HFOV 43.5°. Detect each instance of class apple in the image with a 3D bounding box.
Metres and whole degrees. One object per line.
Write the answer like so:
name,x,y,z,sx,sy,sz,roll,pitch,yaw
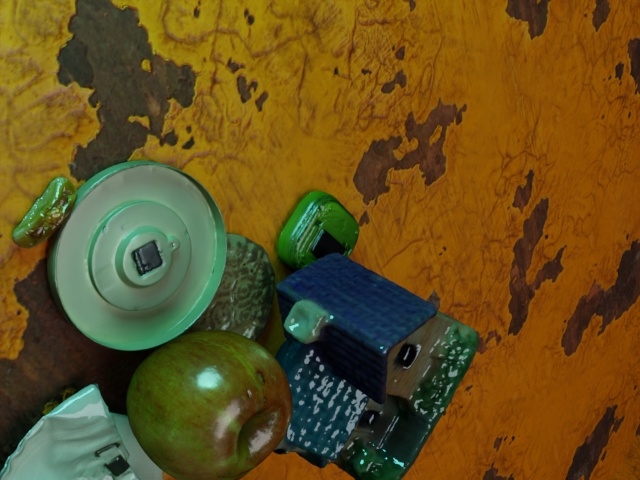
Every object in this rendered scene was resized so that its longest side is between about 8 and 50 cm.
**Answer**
apple,-0.142,0.204,1.000,0.196,0.196,0.196,-24,124,-40

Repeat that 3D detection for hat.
hat,-0.261,0.345,1.004,0.168,0.258,0.301,-31,156,0

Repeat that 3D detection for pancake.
pancake,-0.148,0.091,1.112,0.235,0.029,0.212,33,82,-50

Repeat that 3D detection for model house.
model house,0.032,0.193,1.172,0.312,0.245,0.280,-59,148,2

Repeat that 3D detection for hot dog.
hot dog,-0.298,-0.028,0.881,0.090,0.034,0.030,-57,139,-14

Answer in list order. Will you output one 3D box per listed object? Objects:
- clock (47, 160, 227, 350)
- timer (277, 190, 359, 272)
clock,-0.216,0.020,0.978,0.235,0.029,0.235,-14,111,-40
timer,0.000,0.000,1.222,0.128,0.047,0.140,-59,140,-9
